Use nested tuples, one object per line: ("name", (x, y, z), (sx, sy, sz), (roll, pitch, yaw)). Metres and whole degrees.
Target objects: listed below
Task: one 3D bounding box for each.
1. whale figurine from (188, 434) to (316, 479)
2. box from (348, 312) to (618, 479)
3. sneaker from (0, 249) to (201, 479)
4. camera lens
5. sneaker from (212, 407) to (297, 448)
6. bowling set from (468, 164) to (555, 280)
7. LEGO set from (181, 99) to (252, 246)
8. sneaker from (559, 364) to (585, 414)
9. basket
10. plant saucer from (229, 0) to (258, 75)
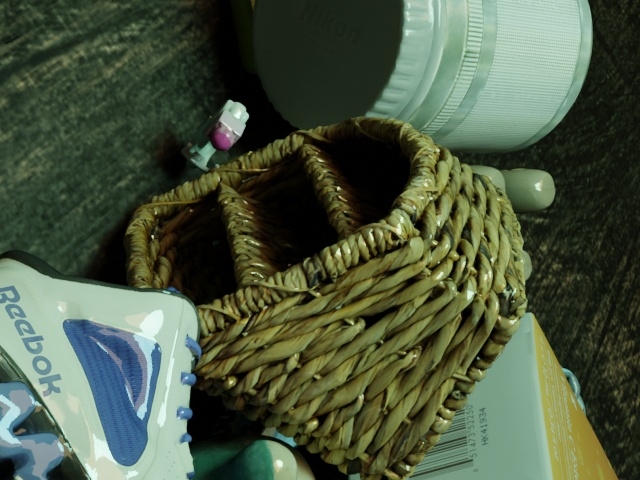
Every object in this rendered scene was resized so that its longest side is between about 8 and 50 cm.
("whale figurine", (-0.058, 0.238, 0.967), (0.141, 0.272, 0.216), (-3, 106, -16))
("box", (0.167, 0.265, 1.225), (0.215, 0.168, 0.345), (-90, 155, -47))
("sneaker", (-0.113, 0.123, 0.850), (0.315, 0.127, 0.182), (52, 46, -8))
("camera lens", (0.102, -0.192, 1.361), (0.274, 0.219, 0.219), (-2, 71, -43))
("sneaker", (-0.042, 0.140, 1.220), (0.073, 0.063, 0.162), (67, 32, -33))
("bowling set", (0.112, 0.016, 1.458), (0.287, 0.154, 0.200), (9, 81, -54))
("LEGO set", (-0.007, 0.010, 1.268), (0.287, 0.132, 0.107), (32, 47, -9))
("sneaker", (0.222, 0.178, 1.491), (0.262, 0.125, 0.104), (6, 65, -53))
("basket", (0.000, 0.000, 1.072), (0.223, 0.213, 0.299), (31, 13, -15))
("plant saucer", (-0.031, -0.223, 1.462), (0.188, 0.045, 0.188), (14, 59, -50))
